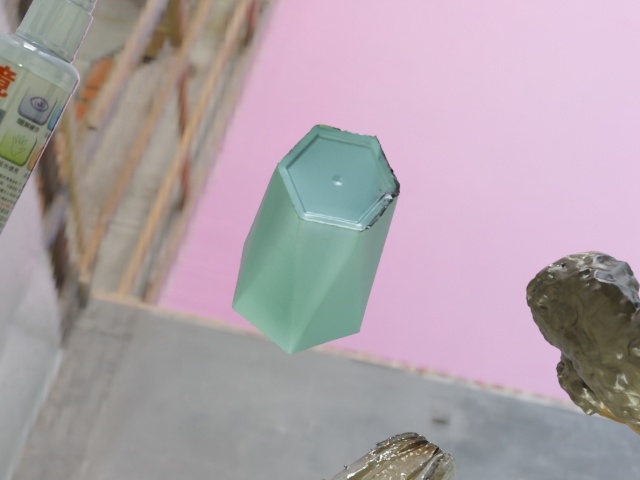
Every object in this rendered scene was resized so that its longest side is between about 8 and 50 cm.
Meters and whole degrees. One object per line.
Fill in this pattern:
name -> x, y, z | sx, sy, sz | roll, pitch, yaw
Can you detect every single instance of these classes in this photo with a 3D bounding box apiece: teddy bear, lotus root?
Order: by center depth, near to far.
lotus root -> 0.020, 0.114, 0.618 | 0.083, 0.037, 0.030 | -31, -51, -36
teddy bear -> 0.221, 0.065, 0.802 | 0.190, 0.177, 0.140 | 29, -139, -57

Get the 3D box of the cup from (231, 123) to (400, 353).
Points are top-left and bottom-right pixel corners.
cup -> 0.000, 0.000, 1.372 | 0.134, 0.148, 0.235 | -51, -7, -25

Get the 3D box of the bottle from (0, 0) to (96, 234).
bottle -> -0.182, -0.085, 0.895 | 0.217, 0.060, 0.060 | -62, -8, -2
